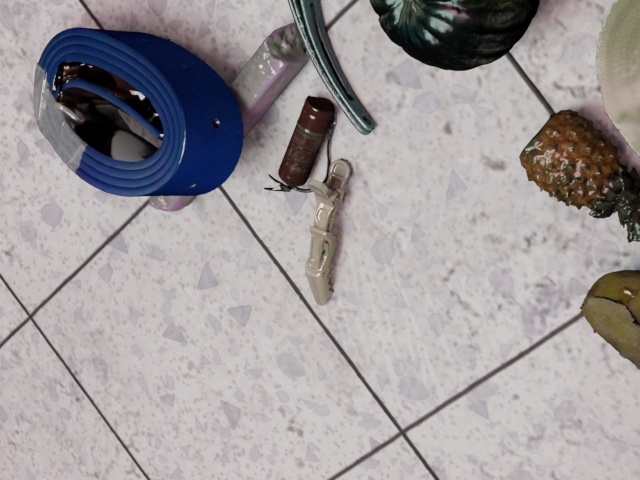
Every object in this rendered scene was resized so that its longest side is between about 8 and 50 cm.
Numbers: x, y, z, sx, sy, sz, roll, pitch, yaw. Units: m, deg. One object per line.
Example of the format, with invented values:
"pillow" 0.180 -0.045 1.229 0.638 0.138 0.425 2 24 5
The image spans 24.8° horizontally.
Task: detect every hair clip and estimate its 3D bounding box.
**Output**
"hair clip" 0.005 -0.265 1.911 0.083 0.048 0.275 -12 107 35
"hair clip" 0.000 0.000 2.002 0.034 0.072 0.226 24 122 27

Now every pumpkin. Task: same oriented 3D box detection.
"pumpkin" 0.153 -0.307 1.705 0.220 0.161 0.221 33 133 46

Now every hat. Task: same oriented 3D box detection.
"hat" 0.437 -0.191 1.604 0.252 0.110 0.252 20 122 36

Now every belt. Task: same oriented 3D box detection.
"belt" -0.257 -0.175 2.018 0.347 0.117 0.213 29 113 39

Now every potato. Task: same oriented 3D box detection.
"potato" 0.393 0.089 1.786 0.100 0.089 0.172 13 150 51

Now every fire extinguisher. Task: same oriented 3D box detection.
"fire extinguisher" -0.017 -0.119 1.983 0.078 0.045 0.157 22 122 -1

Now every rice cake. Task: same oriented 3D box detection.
"rice cake" -0.128 -0.160 2.024 0.056 0.072 0.365 50 126 9

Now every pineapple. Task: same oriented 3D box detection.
"pineapple" 0.333 -0.067 1.735 0.197 0.108 0.108 41 127 6
